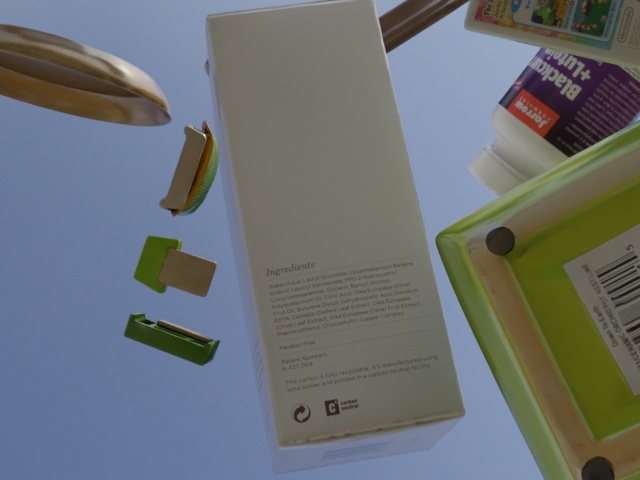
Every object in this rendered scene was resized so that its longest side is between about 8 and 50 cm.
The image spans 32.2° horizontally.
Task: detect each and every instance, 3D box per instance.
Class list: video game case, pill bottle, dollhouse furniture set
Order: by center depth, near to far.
[{"bbox_3d":[0.174,-0.187,0.662,0.143,0.019,0.157,16,-84,15],"label":"video game case"},{"bbox_3d":[-0.078,0.001,0.734,0.058,0.076,0.152,19,-91,4],"label":"dollhouse furniture set"},{"bbox_3d":[0.221,-0.117,0.992,0.108,0.108,0.193,32,-77,-23],"label":"pill bottle"}]

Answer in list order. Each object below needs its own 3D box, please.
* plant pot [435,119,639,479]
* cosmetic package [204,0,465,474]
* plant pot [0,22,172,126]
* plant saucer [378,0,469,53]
[{"bbox_3d":[0.210,0.049,0.686,0.227,0.207,0.228,-29,-109,15],"label":"plant pot"},{"bbox_3d":[0.000,0.000,0.957,0.155,0.197,0.366,-8,-106,-5],"label":"cosmetic package"},{"bbox_3d":[-0.248,-0.153,1.013,0.236,0.236,0.032,15,-95,-21],"label":"plant pot"},{"bbox_3d":[0.076,-0.242,1.299,0.278,0.278,0.041,-34,-83,-6],"label":"plant saucer"}]
